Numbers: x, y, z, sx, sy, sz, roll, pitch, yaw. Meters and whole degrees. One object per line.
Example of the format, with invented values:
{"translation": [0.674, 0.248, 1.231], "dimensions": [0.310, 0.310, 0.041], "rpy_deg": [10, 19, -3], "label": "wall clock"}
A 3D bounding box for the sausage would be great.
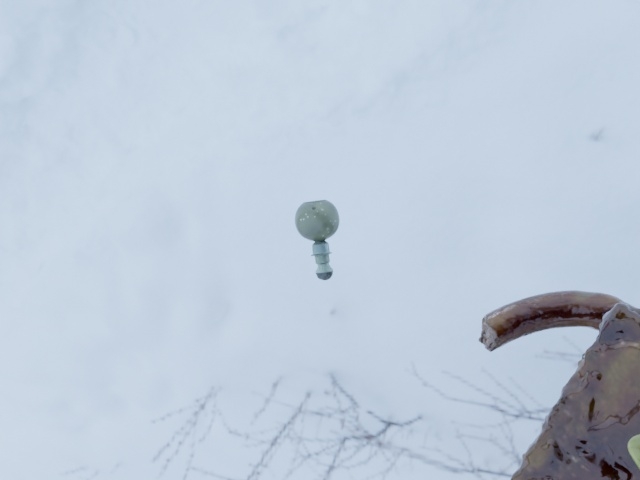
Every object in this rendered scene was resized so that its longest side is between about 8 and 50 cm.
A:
{"translation": [0.463, 0.152, 1.746], "dimensions": [0.302, 0.103, 0.076], "rpy_deg": [-11, 148, 5], "label": "sausage"}

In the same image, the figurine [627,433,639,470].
{"translation": [0.520, 0.304, 0.941], "dimensions": [0.266, 0.361, 0.377], "rpy_deg": [44, 154, 0], "label": "figurine"}

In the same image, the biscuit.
{"translation": [0.507, 0.342, 1.320], "dimensions": [0.343, 0.395, 0.166], "rpy_deg": [36, -168, 36], "label": "biscuit"}

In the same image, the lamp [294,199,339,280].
{"translation": [0.000, 0.000, 1.768], "dimensions": [0.091, 0.163, 0.091], "rpy_deg": [-9, -177, 1], "label": "lamp"}
